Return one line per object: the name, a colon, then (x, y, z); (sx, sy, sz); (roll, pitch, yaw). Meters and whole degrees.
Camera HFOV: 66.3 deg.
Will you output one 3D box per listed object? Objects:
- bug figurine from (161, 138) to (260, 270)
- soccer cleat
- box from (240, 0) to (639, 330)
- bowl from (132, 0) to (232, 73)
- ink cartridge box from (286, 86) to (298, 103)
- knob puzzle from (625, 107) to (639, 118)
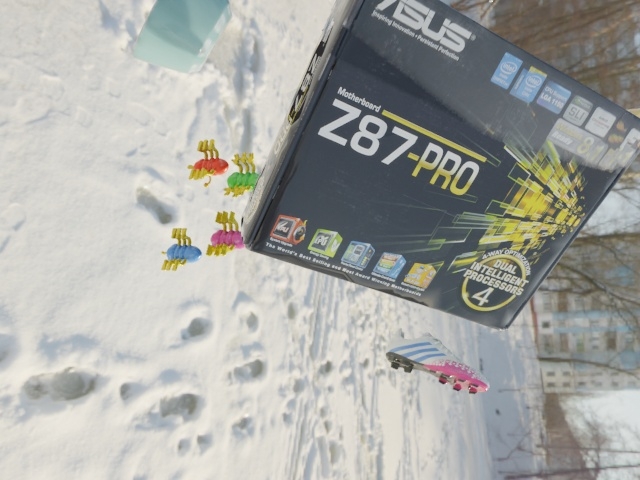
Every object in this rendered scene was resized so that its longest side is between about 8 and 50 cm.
bug figurine: (-0.209, -0.060, 0.964); (0.072, 0.216, 0.278); (32, 68, -52)
soccer cleat: (0.368, 0.364, 1.534); (0.143, 0.332, 0.116); (-62, 152, -28)
box: (0.145, -0.079, 0.594); (0.318, 0.395, 0.097); (-63, -159, 19)
bowl: (-0.348, -0.576, 1.309); (0.163, 0.311, 0.311); (31, 45, -20)
ink cartridge box: (0.109, -0.590, 1.848); (0.395, 0.285, 0.166); (-35, 107, -20)
knob puzzle: (0.712, -0.213, 0.944); (0.029, 0.213, 0.213); (-61, 155, -4)
